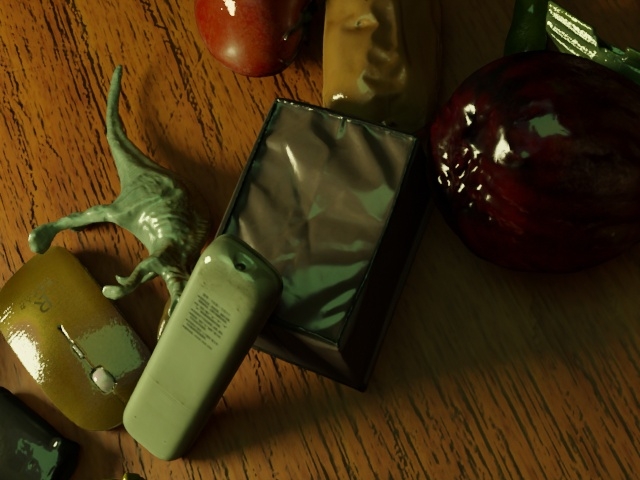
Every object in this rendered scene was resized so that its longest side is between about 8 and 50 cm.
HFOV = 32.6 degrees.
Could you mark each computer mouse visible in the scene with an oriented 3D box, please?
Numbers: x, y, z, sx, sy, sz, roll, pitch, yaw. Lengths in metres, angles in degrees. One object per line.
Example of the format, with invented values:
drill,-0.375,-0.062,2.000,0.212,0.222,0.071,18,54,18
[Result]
computer mouse,-0.287,0.109,1.270,0.126,0.056,0.245,-42,66,-1

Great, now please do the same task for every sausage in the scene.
sausage,0.068,-0.221,1.248,0.136,0.120,0.241,1,67,14

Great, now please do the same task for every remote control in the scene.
remote control,-0.128,0.120,1.118,0.090,0.038,0.309,37,128,10

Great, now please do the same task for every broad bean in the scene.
broad bean,0.234,-0.243,1.246,0.052,0.053,0.256,-16,59,53

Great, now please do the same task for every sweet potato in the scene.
sweet potato,-0.144,0.053,1.257,0.041,0.038,0.153,36,74,3

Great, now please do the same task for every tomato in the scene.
tomato,-0.076,-0.284,1.298,0.167,0.167,0.167,-6,69,15

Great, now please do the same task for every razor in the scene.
razor,-0.346,0.233,1.240,0.148,0.054,0.090,29,84,25

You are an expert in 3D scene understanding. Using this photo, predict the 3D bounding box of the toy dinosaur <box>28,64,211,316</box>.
toy dinosaur,-0.227,-0.046,1.291,0.206,0.092,0.392,-12,49,10

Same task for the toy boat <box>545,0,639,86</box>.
toy boat,0.366,-0.174,1.160,0.293,0.093,0.055,28,98,24

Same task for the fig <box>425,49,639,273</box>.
fig,0.237,-0.080,1.095,0.263,0.224,0.224,6,72,8

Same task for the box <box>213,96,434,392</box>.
box,0.000,0.000,1.170,0.188,0.153,0.252,19,75,21

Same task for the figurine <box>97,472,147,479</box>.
figurine,-0.294,0.352,1.121,0.327,0.169,0.218,-17,50,7
